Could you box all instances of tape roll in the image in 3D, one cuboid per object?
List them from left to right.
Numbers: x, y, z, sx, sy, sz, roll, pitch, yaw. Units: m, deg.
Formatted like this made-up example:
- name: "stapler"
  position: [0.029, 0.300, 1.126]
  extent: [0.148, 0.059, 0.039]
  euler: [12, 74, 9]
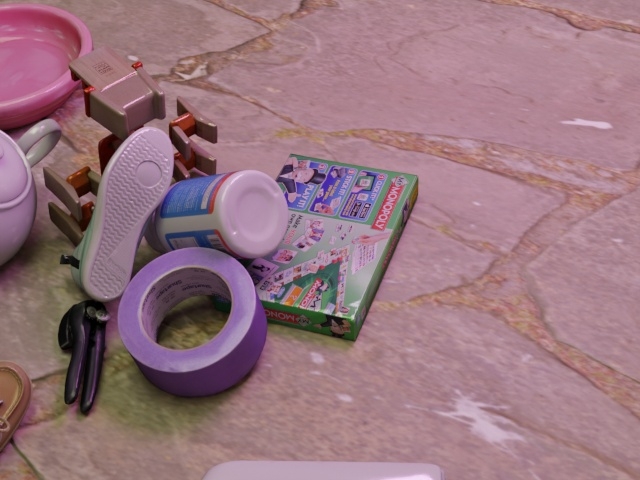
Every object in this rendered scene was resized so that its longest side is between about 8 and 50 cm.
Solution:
- name: "tape roll"
  position: [-0.170, 0.108, 1.559]
  extent: [0.189, 0.080, 0.189]
  euler: [-5, 58, 8]

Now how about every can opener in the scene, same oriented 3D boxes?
- name: "can opener"
  position: [-0.319, 0.155, 1.584]
  extent: [0.059, 0.073, 0.186]
  euler: [22, 37, -30]

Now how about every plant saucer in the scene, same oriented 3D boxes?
- name: "plant saucer"
  position: [-0.564, -0.301, 2.060]
  extent: [0.332, 0.084, 0.332]
  euler: [-2, 44, 2]

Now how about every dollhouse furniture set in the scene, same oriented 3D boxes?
- name: "dollhouse furniture set"
  position: [-0.299, -0.150, 1.750]
  extent: [0.262, 0.259, 0.135]
  euler: [-34, 60, -29]

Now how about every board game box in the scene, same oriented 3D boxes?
- name: "board game box"
  position: [0.000, 0.000, 1.719]
  extent: [0.214, 0.046, 0.317]
  euler: [12, 46, 16]

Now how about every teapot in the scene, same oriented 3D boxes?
- name: "teapot"
  position: [-0.508, -0.085, 1.689]
  extent: [0.253, 0.187, 0.256]
  euler: [19, 45, -33]

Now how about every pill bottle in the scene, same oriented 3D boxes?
- name: "pill bottle"
  position: [-0.158, -0.031, 1.658]
  extent: [0.222, 0.124, 0.124]
  euler: [-3, 32, 49]

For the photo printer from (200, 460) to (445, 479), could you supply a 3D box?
- name: "photo printer"
  position: [-0.013, 0.364, 1.287]
  extent: [0.308, 0.107, 0.256]
  euler: [0, 43, 5]

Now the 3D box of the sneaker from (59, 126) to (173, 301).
- name: "sneaker"
  position: [-0.296, -0.041, 1.664]
  extent: [0.094, 0.151, 0.255]
  euler: [22, 82, -24]

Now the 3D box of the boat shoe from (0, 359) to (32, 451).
- name: "boat shoe"
  position: [-0.466, 0.252, 1.436]
  extent: [0.104, 0.089, 0.285]
  euler: [40, 60, 3]
